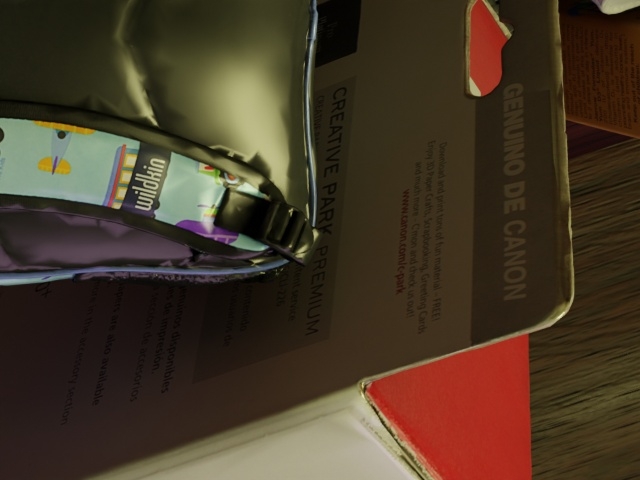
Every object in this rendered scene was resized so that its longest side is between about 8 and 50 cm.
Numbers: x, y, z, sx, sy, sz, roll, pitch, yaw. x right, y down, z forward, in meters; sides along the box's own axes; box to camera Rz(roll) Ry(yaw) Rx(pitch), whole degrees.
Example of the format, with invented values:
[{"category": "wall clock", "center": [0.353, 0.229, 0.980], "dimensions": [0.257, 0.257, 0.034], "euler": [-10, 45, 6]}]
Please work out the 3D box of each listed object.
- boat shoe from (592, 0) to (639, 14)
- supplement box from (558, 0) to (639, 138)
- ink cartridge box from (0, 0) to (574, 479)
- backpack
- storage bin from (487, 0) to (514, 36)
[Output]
[{"category": "boat shoe", "center": [0.288, -0.178, 0.868], "dimensions": [0.302, 0.103, 0.113], "euler": [-20, 175, 22]}, {"category": "supplement box", "center": [0.211, -0.112, 1.004], "dimensions": [0.078, 0.080, 0.233], "euler": [-16, -162, -25]}, {"category": "ink cartridge box", "center": [0.000, 0.000, 0.644], "dimensions": [0.271, 0.130, 0.309], "euler": [-20, -141, 25]}, {"category": "backpack", "center": [-0.093, -0.062, 0.496], "dimensions": [0.173, 0.158, 0.117], "euler": [-3, -171, -17]}, {"category": "storage bin", "center": [0.034, -0.087, 0.939], "dimensions": [0.122, 0.084, 0.180], "euler": [-31, -179, -27]}]
